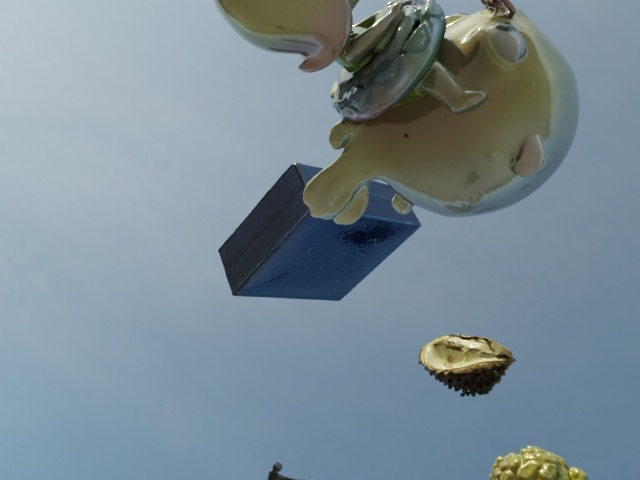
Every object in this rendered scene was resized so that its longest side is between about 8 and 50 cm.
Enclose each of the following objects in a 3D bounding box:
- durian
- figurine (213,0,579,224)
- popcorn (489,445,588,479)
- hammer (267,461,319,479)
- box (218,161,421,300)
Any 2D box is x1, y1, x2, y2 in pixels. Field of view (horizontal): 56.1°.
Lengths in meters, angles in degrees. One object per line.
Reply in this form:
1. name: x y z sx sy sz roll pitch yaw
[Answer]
1. durian: 0.174 0.152 0.722 0.130 0.066 0.052 -2 -43 47
2. figurine: 0.046 -0.149 0.567 0.394 0.226 0.274 32 -78 -23
3. popcorn: 0.508 0.598 1.403 0.217 0.181 0.235 -3 -67 14
4. hammer: -0.020 0.529 1.295 0.201 0.021 0.078 17 -67 -15
5. box: 0.000 0.000 1.126 0.261 0.279 0.116 -47 -127 33
